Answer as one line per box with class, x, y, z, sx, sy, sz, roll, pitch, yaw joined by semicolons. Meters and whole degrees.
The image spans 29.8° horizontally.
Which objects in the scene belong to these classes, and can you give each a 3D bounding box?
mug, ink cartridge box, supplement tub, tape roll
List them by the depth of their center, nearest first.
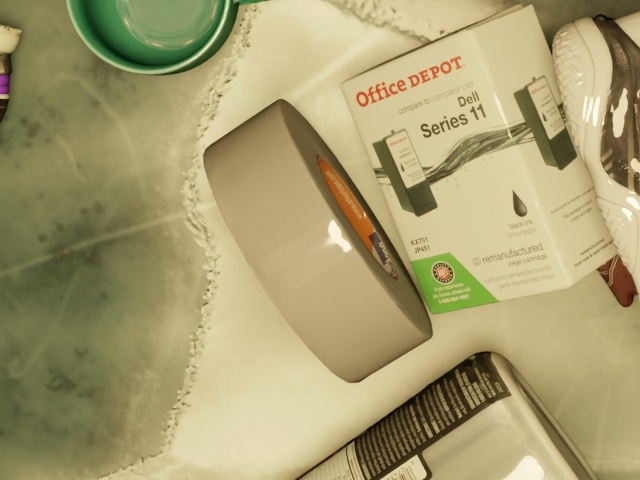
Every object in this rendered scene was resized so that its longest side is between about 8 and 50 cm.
tape roll;0.000;0.000;0.934;0.072;0.219;0.219;-32;95;9
ink cartridge box;0.124;-0.061;0.947;0.153;0.087;0.208;-17;98;49
mug;-0.119;-0.193;0.977;0.158;0.097;0.129;28;98;-1
supplement tub;0.067;0.250;0.977;0.316;0.193;0.193;-37;94;9

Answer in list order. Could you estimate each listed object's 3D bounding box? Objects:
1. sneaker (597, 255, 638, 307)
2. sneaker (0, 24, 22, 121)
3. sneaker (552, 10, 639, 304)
sneaker;0.345;-0.032;0.973;0.281;0.106;0.162;-26;101;18
sneaker;-0.404;-0.129;1.003;0.293;0.102;0.146;8;99;3
sneaker;0.320;-0.017;0.853;0.210;0.137;0.366;-21;102;20
